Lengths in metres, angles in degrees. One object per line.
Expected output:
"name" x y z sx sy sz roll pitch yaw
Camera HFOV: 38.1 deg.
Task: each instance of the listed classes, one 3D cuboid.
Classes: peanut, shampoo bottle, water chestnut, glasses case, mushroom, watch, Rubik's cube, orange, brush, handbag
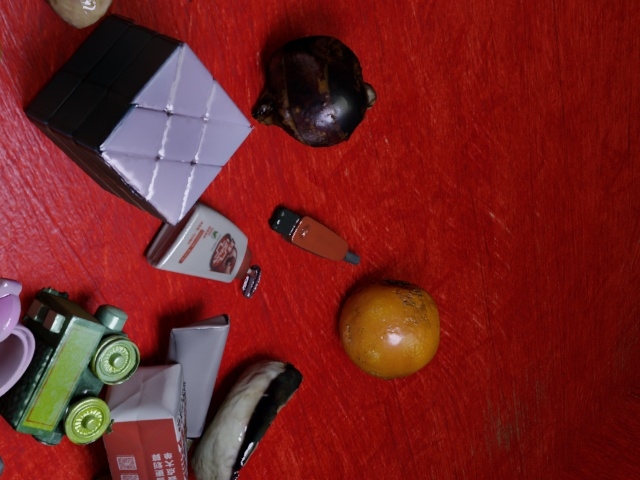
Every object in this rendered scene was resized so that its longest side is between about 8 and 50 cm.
"peanut" -0.361 -0.431 1.378 0.129 0.129 0.224 -23 127 -39
"shampoo bottle" -0.205 0.031 1.838 0.284 0.071 0.153 34 85 -49
"water chestnut" -0.019 -0.284 1.797 0.223 0.238 0.223 49 31 -45
"glasses case" -0.271 0.269 1.874 0.128 0.083 0.308 1 124 -28
"mushroom" -0.173 0.396 2.009 0.344 0.130 0.247 -56 -176 -11
"watch" -0.556 0.146 1.451 0.248 0.211 0.217 -48 156 -7
"Rubik's cube" -0.289 -0.196 1.504 0.231 0.225 0.221 -53 139 -13
"orange" 0.164 0.211 2.205 0.246 0.246 0.246 -25 127 -38
"brush" 0.001 0.000 2.064 0.323 0.051 0.070 26 87 -51
"handbag" -0.323 0.398 1.797 0.151 0.171 0.298 -5 122 0

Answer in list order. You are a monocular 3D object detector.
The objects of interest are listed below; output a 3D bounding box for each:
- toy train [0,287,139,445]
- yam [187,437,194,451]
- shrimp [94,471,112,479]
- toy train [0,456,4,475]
"toy train" -0.445 0.227 1.615 0.188 0.159 0.271 28 88 -44
"yam" -0.321 0.470 1.960 0.054 0.054 0.132 37 81 -50
"shrimp" -0.443 0.599 1.886 0.152 0.063 0.287 -2 108 -45
"toy train" -0.663 0.464 1.503 0.232 0.163 0.369 23 93 -42
